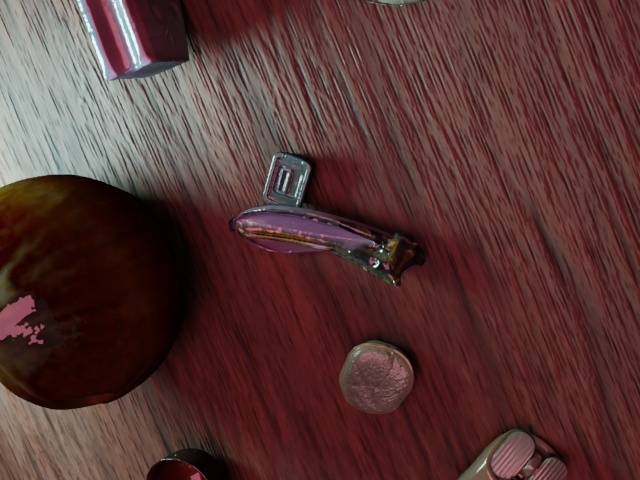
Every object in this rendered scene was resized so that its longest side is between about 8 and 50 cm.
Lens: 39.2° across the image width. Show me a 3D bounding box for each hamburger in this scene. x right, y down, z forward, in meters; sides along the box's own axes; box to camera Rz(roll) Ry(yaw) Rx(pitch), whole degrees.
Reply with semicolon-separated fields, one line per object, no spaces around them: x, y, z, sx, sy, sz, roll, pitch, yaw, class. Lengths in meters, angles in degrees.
0.101;0.243;1.607;0.133;0.062;0.140;29;108;7;hamburger

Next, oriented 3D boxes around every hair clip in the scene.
0.000;-0.001;1.566;0.358;0.110;0.096;16;91;19;hair clip

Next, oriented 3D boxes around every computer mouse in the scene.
0.318;0.437;1.564;0.145;0.082;0.236;41;113;7;computer mouse

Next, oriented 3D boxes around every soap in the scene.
-0.335;-0.441;1.532;0.109;0.193;0.324;-19;95;20;soap

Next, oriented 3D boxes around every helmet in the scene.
-0.250;0.478;1.761;0.155;0.106;0.175;11;111;20;helmet

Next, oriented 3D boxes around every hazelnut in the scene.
-0.441;0.082;1.612;0.402;0.402;0.429;-30;86;23;hazelnut

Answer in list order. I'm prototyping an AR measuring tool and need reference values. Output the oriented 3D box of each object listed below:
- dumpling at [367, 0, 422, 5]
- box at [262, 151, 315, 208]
0.134;-0.466;1.409;0.247;0.142;0.172;-1;67;27;dumpling
-0.051;-0.106;1.583;0.074;0.054;0.099;21;109;12;box
